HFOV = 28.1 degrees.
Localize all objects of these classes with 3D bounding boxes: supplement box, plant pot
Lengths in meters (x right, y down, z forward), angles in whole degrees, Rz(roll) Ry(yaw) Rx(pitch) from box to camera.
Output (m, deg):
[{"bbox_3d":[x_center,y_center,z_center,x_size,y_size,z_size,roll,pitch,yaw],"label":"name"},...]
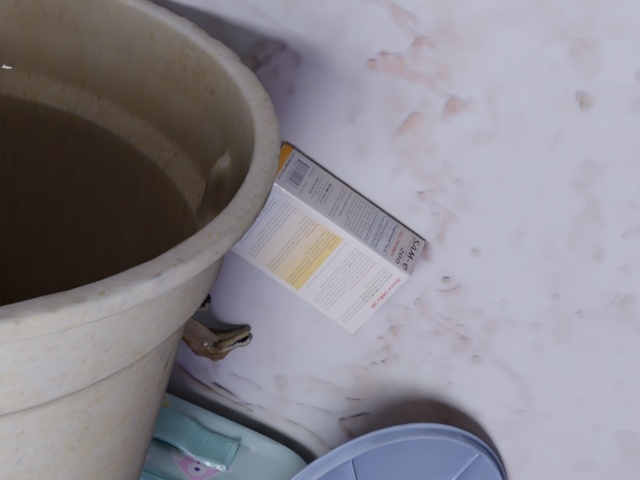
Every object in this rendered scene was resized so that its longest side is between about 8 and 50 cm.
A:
[{"bbox_3d":[0.000,0.000,0.720,0.098,0.036,0.062,36,131,-7],"label":"supplement box"},{"bbox_3d":[-0.205,0.062,0.630,0.334,0.334,0.305,16,123,9],"label":"plant pot"}]

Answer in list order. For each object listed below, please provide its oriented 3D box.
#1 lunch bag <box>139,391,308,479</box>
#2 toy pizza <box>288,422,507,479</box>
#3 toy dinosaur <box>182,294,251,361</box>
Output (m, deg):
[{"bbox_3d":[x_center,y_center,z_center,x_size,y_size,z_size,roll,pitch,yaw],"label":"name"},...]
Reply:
[{"bbox_3d":[-0.152,0.189,0.883,0.279,0.108,0.224,21,131,6],"label":"lunch bag"},{"bbox_3d":[0.027,0.192,0.800,0.201,0.032,0.201,-14,125,-21],"label":"toy pizza"},{"bbox_3d":[-0.130,0.028,0.785,0.183,0.053,0.092,22,133,5],"label":"toy dinosaur"}]
